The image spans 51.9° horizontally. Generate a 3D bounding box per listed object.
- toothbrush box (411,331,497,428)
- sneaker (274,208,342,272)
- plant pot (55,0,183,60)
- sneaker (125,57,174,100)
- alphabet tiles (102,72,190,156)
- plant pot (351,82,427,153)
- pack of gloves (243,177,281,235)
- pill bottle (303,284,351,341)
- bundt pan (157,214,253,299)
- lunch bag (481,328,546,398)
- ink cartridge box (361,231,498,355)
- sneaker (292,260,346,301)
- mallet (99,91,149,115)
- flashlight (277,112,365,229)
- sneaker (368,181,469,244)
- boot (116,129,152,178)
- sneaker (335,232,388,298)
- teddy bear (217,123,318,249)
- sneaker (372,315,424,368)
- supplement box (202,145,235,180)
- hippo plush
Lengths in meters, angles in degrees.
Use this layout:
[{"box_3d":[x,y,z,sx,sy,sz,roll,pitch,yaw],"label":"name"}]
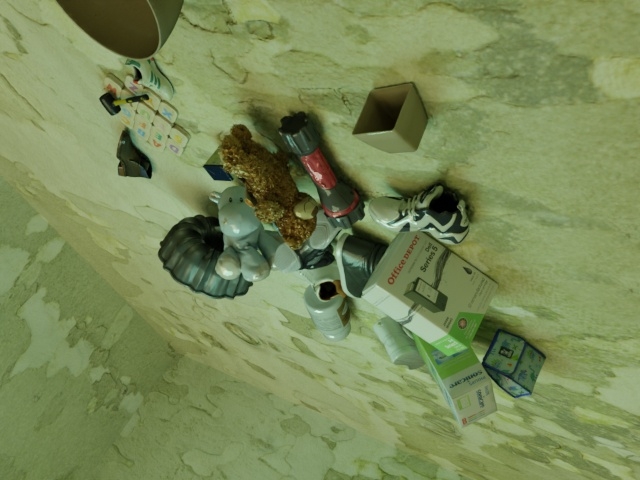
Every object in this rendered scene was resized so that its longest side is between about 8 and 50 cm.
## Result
[{"box_3d":[0.365,0.343,1.832,0.283,0.122,0.206,62,179,40],"label":"toothbrush box"},{"box_3d":[0.000,0.000,1.849,0.269,0.153,0.101,-39,64,33],"label":"sneaker"},{"box_3d":[-0.367,-0.517,1.253,0.284,0.190,0.284,26,153,14],"label":"plant pot"},{"box_3d":[-0.438,-0.407,1.662,0.057,0.075,0.161,15,149,34],"label":"sneaker"},{"box_3d":[-0.504,-0.357,1.892,0.284,0.021,0.278,37,155,-9],"label":"alphabet tiles"},{"box_3d":[0.145,-0.226,1.280,0.109,0.109,0.096,3,153,47],"label":"plant pot"},{"box_3d":[-0.150,-0.104,1.700,0.046,0.232,0.195,-32,126,16],"label":"pack of gloves"},{"box_3d":[0.032,0.240,2.191,0.131,0.131,0.229,19,151,28],"label":"pill bottle"},{"box_3d":[-0.344,0.034,2.114,0.331,0.331,0.124,32,117,3],"label":"bundt pan"},{"box_3d":[0.520,0.333,1.792,0.151,0.128,0.096,37,150,-4],"label":"lunch bag"},{"box_3d":[0.271,0.124,1.633,0.273,0.198,0.115,34,154,-3],"label":"ink cartridge box"},{"box_3d":[-0.011,0.121,2.047,0.290,0.123,0.106,2,142,50],"label":"sneaker"},{"box_3d":[-0.545,-0.394,1.821,0.190,0.039,0.062,-6,132,43],"label":"mallet"},{"box_3d":[0.008,-0.159,1.559,0.103,0.103,0.304,-13,133,22],"label":"flashlight"},{"box_3d":[0.217,-0.081,1.459,0.235,0.094,0.153,23,151,21],"label":"sneaker"},{"box_3d":[-0.594,-0.273,2.114,0.106,0.082,0.219,13,151,-8],"label":"boot"},{"box_3d":[0.140,0.097,1.848,0.147,0.104,0.295,18,152,25],"label":"sneaker"},{"box_3d":[-0.116,-0.140,1.592,0.113,0.245,0.337,-33,93,18],"label":"teddy bear"},{"box_3d":[0.268,0.317,2.112,0.169,0.108,0.292,59,-167,28],"label":"sneaker"},{"box_3d":[-0.258,-0.211,1.789,0.083,0.083,0.056,8,145,42],"label":"supplement box"},{"box_3d":[-0.202,-0.047,1.931,0.235,0.294,0.236,-4,128,-7],"label":"hippo plush"}]
